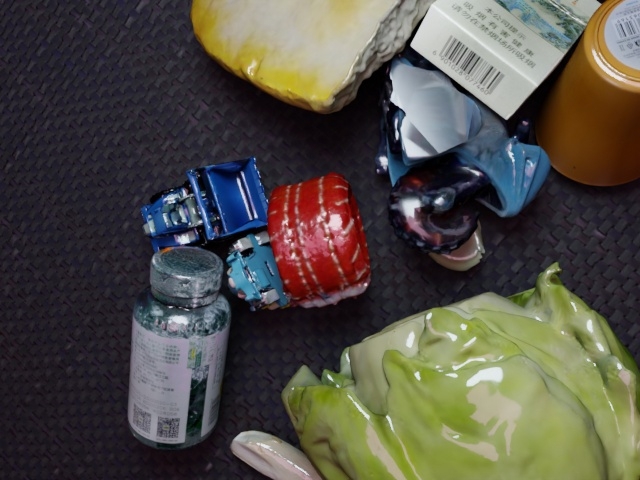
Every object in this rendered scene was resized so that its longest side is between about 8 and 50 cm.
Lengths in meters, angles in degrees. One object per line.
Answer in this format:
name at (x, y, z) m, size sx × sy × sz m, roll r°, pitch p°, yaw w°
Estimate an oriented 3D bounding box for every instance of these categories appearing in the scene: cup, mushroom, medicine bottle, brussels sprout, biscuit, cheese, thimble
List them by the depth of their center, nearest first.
brussels sprout at (0.195, 0.260, 0.724) m, size 0.425 × 0.342 × 0.361 m, roll -25°, pitch 78°, yaw 20°
cup at (0.396, -0.210, 0.745) m, size 0.182 × 0.264 × 0.226 m, roll 25°, pitch 83°, yaw 18°
biscuit at (0.007, -0.389, 0.827) m, size 0.446 × 0.104 × 0.429 m, roll 25°, pitch 83°, yaw 34°
thimble at (-0.001, -0.007, 0.847) m, size 0.125 × 0.189 × 0.163 m, roll -15°, pitch 132°, yaw 9°
medicine bottle at (-0.210, 0.158, 0.861) m, size 0.141 × 0.141 × 0.293 m, roll 15°, pitch 114°, yaw 10°
cheese at (0.186, -0.033, 0.879) m, size 0.092 × 0.047 × 0.171 m, roll -30°, pitch 79°, yaw 11°
mushroom at (-0.046, 0.369, 0.913) m, size 0.209 × 0.071 × 0.084 m, roll 32°, pitch 127°, yaw 12°

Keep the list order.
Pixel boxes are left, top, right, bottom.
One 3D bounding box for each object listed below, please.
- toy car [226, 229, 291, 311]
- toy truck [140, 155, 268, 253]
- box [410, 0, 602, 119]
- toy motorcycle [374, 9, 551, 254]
toy car at (-0.109, 0.063, 0.882) m, size 0.098 × 0.161 × 0.126 m, roll -30°, pitch 86°, yaw 20°
toy truck at (-0.186, -0.047, 0.892) m, size 0.208 × 0.126 × 0.113 m, roll -20°, pitch 88°, yaw 27°
box at (0.258, -0.292, 0.781) m, size 0.164 × 0.069 × 0.256 m, roll 40°, pitch 56°, yaw 6°
toy motorcycle at (0.189, -0.184, 0.833) m, size 0.232 × 0.172 × 0.416 m, roll -7°, pitch 73°, yaw -4°
